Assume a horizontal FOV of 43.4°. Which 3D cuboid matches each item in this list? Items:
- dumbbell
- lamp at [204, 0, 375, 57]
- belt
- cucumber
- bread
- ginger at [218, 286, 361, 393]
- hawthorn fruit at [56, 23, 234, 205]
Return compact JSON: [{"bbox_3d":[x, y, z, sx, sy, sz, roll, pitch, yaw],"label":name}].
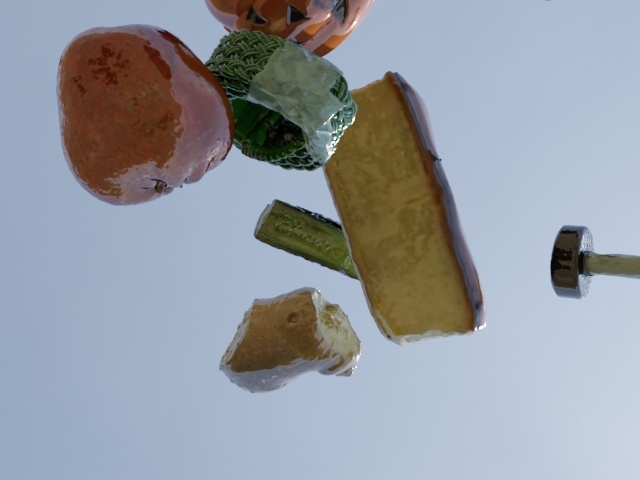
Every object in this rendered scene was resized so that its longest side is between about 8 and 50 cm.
[{"bbox_3d":[0.402,0.033,1.033,0.191,0.100,0.100,5,-92,31],"label":"dumbbell"},{"bbox_3d":[-0.040,-0.263,0.795,0.164,0.187,0.188,-40,-115,28],"label":"lamp"},{"bbox_3d":[-0.045,-0.114,0.708,0.151,0.121,0.079,18,-117,25],"label":"belt"},{"bbox_3d":[0.000,-0.002,1.281,0.078,0.211,0.062,-65,-165,8],"label":"cucumber"},{"bbox_3d":[0.111,-0.022,1.064,0.143,0.333,0.324,-18,-97,7],"label":"bread"},{"bbox_3d":[-0.049,0.183,1.365,0.276,0.221,0.130,113,-10,-53],"label":"ginger"},{"bbox_3d":[-0.136,-0.102,0.622,0.132,0.133,0.138,-23,-83,29],"label":"hawthorn fruit"}]
